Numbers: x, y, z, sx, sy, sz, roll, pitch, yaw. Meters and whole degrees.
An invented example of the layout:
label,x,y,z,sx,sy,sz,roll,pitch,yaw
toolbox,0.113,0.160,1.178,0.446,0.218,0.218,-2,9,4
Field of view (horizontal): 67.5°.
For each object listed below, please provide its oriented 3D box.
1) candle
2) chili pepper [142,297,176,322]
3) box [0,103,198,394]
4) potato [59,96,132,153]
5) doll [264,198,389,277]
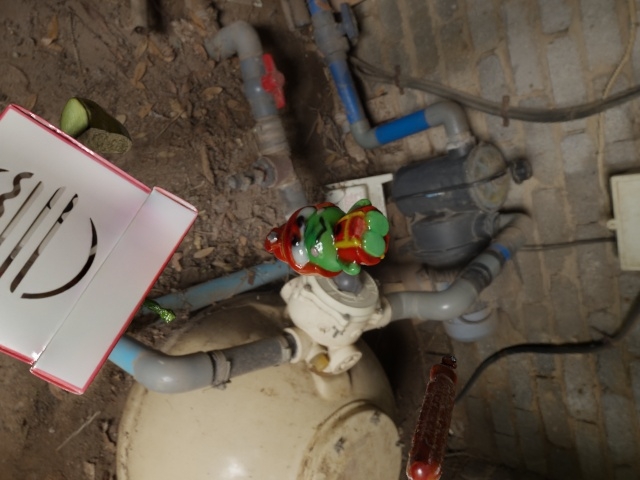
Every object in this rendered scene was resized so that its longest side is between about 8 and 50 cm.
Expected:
label,x,y,z,sx,sy,sz,roll,pitch,yaw
candle,0.168,0.251,0.694,0.329,0.048,0.051,-23,96,-69
chili pepper,-0.353,0.148,1.039,0.091,0.034,0.030,40,102,-24
box,-0.427,0.016,0.789,0.300,0.312,0.314,34,76,-18
potato,-0.414,-0.225,0.919,0.120,0.149,0.081,-6,86,-45
doll,0.000,0.000,1.166,0.160,0.363,0.182,24,69,-51
